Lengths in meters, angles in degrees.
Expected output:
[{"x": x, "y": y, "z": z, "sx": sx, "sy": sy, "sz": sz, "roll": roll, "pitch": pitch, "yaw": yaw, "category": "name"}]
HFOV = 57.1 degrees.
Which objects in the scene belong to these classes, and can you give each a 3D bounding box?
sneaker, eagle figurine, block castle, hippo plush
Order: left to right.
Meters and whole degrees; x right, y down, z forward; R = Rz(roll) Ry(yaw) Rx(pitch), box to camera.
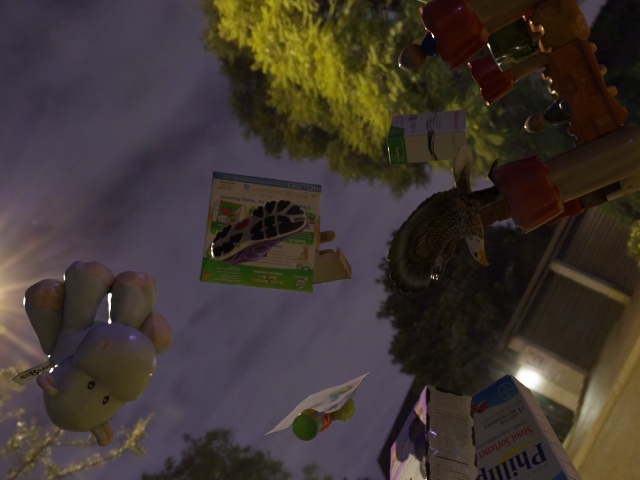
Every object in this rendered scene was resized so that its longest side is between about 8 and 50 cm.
[{"x": -0.376, "y": 0.174, "z": 0.916, "sx": 0.294, "sy": 0.234, "sz": 0.236, "roll": -38, "pitch": 18, "yaw": -5, "category": "hippo plush"}, {"x": -0.090, "y": -0.008, "z": 0.925, "sx": 0.071, "sy": 0.169, "sz": 0.068, "roll": 38, "pitch": -141, "yaw": -49, "category": "sneaker"}, {"x": 0.284, "y": -0.028, "z": 1.260, "sx": 0.298, "sy": 0.226, "sz": 0.225, "roll": -35, "pitch": 33, "yaw": 34, "category": "eagle figurine"}, {"x": 0.289, "y": -0.175, "z": 0.844, "sx": 0.212, "sy": 0.303, "sz": 0.453, "roll": -25, "pitch": -4, "yaw": 23, "category": "block castle"}]

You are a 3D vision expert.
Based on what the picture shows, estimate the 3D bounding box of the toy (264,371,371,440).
[{"x": 0.011, "y": 0.298, "z": 1.022, "sx": 0.136, "sy": 0.056, "sz": 0.237, "roll": -24, "pitch": -9, "yaw": 16, "category": "toy"}]

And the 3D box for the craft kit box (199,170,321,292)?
[{"x": -0.131, "y": -0.016, "z": 1.319, "sx": 0.061, "sy": 0.249, "sz": 0.247, "roll": 137, "pitch": 139, "yaw": -76, "category": "craft kit box"}]

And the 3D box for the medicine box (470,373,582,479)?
[{"x": 0.463, "y": 0.541, "z": 1.493, "sx": 0.263, "sy": 0.289, "sz": 0.149, "roll": -36, "pitch": -45, "yaw": 16, "category": "medicine box"}]

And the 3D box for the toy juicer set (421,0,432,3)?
[{"x": 0.270, "y": -0.570, "z": 1.265, "sx": 0.209, "sy": 0.329, "sz": 0.090, "roll": 16, "pitch": -78, "yaw": -24, "category": "toy juicer set"}]

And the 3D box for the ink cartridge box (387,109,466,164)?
[{"x": 0.299, "y": -0.288, "z": 1.632, "sx": 0.153, "sy": 0.208, "sz": 0.087, "roll": -71, "pitch": -27, "yaw": -52, "category": "ink cartridge box"}]

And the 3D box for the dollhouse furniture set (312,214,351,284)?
[{"x": 0.000, "y": 0.000, "z": 1.758, "sx": 0.212, "sy": 0.160, "sz": 0.242, "roll": 58, "pitch": -153, "yaw": -49, "category": "dollhouse furniture set"}]

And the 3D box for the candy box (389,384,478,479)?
[{"x": 0.146, "y": 0.326, "z": 0.783, "sx": 0.196, "sy": 0.070, "sz": 0.165, "roll": -78, "pitch": 4, "yaw": -51, "category": "candy box"}]
